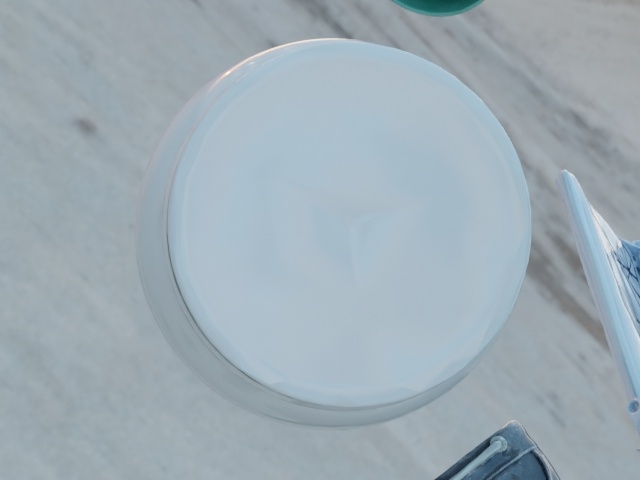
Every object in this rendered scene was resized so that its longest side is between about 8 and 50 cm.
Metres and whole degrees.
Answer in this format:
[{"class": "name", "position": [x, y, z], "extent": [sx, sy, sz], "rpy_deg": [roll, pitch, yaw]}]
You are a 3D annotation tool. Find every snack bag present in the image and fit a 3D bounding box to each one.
[{"class": "snack bag", "position": [0.313, 0.123, 1.284], "extent": [0.342, 0.037, 0.323], "rpy_deg": [43, 28, -45]}]

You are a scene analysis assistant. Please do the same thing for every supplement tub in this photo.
[{"class": "supplement tub", "position": [0.000, 0.000, 0.973], "extent": [0.241, 0.241, 0.331], "rpy_deg": [45, -7, -2]}]

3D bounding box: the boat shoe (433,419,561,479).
[{"class": "boat shoe", "position": [0.020, 0.213, 0.931], "extent": [0.102, 0.301, 0.108], "rpy_deg": [59, -10, 12]}]

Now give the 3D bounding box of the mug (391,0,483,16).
[{"class": "mug", "position": [0.096, -0.273, 1.204], "extent": [0.157, 0.129, 0.097], "rpy_deg": [60, 38, -21]}]
